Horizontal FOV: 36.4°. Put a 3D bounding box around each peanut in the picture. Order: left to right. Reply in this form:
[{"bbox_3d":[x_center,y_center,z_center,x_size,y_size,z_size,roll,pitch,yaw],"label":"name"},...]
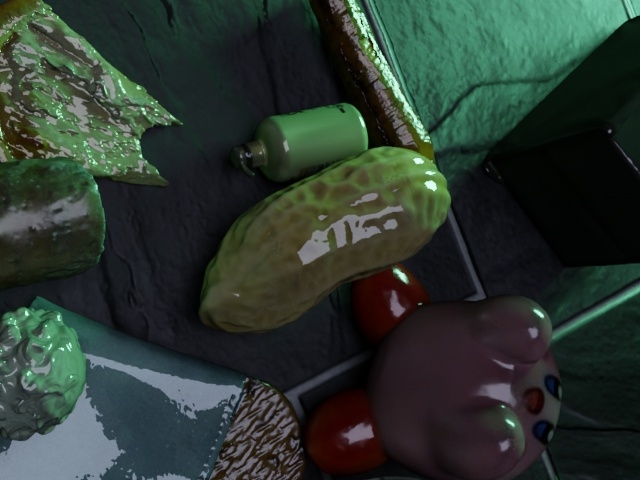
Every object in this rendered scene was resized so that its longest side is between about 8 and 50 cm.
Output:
[{"bbox_3d":[0.000,0.000,1.108,0.325,0.153,0.140,-31,79,-8],"label":"peanut"}]

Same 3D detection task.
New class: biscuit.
[{"bbox_3d":[-0.115,0.250,1.098,0.212,0.036,0.212,2,86,-22],"label":"biscuit"}]

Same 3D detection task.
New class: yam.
[{"bbox_3d":[-0.383,0.007,0.950,0.331,0.133,0.133,-16,92,-21],"label":"yam"}]

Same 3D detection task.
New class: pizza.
[{"bbox_3d":[-0.269,-0.139,1.062,0.262,0.034,0.181,33,72,-19],"label":"pizza"}]

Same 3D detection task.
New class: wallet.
[{"bbox_3d":[-0.237,0.232,1.011,0.251,0.054,0.290,20,78,-8],"label":"wallet"}]

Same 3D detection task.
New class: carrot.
[{"bbox_3d":[0.065,-0.196,1.204,0.070,0.070,0.260,-30,98,-24],"label":"carrot"}]

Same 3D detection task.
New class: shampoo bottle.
[{"bbox_3d":[-0.029,-0.111,1.146,0.162,0.079,0.079,-14,91,-25],"label":"shampoo bottle"}]

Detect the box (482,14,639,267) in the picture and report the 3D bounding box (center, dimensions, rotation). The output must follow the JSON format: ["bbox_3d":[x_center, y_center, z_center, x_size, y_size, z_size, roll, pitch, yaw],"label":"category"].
[{"bbox_3d":[0.436,-0.144,1.268,0.345,0.251,0.204,-42,103,-21],"label":"box"}]

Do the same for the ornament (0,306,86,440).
[{"bbox_3d":[-0.361,0.127,0.897,0.285,0.120,0.130,-3,45,-19],"label":"ornament"}]

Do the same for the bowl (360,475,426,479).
[{"bbox_3d":[0.115,0.412,1.112,0.146,0.314,0.313,2,83,-69],"label":"bowl"}]

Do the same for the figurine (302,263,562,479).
[{"bbox_3d":[0.159,0.176,1.150,0.211,0.262,0.269,40,61,-50],"label":"figurine"}]
